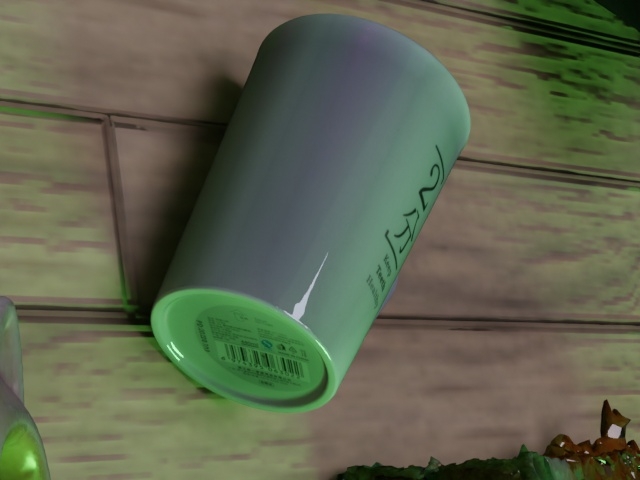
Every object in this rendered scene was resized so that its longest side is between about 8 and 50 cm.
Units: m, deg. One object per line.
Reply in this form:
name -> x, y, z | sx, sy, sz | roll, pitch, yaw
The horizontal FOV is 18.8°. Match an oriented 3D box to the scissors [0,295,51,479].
scissors -> -0.076, 0.167, 0.449 | 0.160, 0.024, 0.317 | 29, 52, -78

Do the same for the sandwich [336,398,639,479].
sandwich -> 0.108, 0.158, 0.667 | 0.159, 0.079, 0.235 | -29, 99, -50

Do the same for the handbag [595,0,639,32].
handbag -> 0.196, -0.168, 0.834 | 0.192, 0.075, 0.332 | 36, 41, 13

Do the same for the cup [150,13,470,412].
cup -> 0.000, 0.000, 0.617 | 0.104, 0.074, 0.116 | 73, 33, -49
